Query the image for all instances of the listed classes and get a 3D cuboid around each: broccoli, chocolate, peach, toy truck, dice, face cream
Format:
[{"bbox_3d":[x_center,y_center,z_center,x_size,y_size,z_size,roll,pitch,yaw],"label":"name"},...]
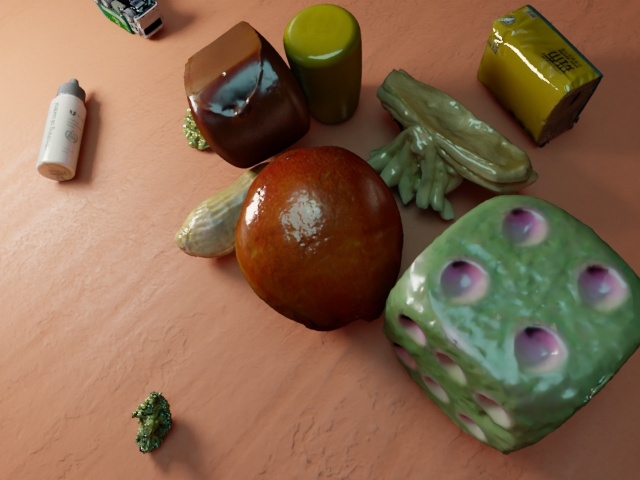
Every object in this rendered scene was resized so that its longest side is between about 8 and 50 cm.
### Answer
[{"bbox_3d":[-0.326,0.351,0.952,0.097,0.092,0.095,-37,91,-1],"label":"broccoli"},{"bbox_3d":[-0.184,-0.065,1.124,0.309,0.134,0.134,-36,66,-15],"label":"chocolate"},{"bbox_3d":[0.002,-0.001,0.985,0.289,0.372,0.373,-16,58,33],"label":"peach"},{"bbox_3d":[-0.583,-0.702,1.485,0.253,0.124,0.114,37,73,19],"label":"toy truck"},{"bbox_3d":[0.319,0.143,0.863,0.330,0.318,0.322,-39,65,-14],"label":"dice"},{"bbox_3d":[-0.676,-0.309,1.316,0.092,0.092,0.312,-5,62,3],"label":"face cream"}]

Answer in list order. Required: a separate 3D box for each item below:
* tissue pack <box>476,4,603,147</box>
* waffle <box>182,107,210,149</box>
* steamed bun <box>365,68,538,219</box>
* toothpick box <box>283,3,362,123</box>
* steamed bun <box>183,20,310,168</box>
[{"bbox_3d":[0.506,-0.390,1.183,0.134,0.192,0.271,-25,63,-8],"label":"tissue pack"},{"bbox_3d":[-0.274,-0.316,1.309,0.183,0.036,0.169,-13,61,-2],"label":"waffle"},{"bbox_3d":[0.253,-0.198,1.139,0.428,0.189,0.247,42,45,21],"label":"steamed bun"},{"bbox_3d":[0.017,-0.407,1.199,0.174,0.271,0.175,-3,69,7],"label":"toothpick box"},{"bbox_3d":[-0.160,-0.308,1.117,0.235,0.248,0.379,-32,37,5],"label":"steamed bun"}]
